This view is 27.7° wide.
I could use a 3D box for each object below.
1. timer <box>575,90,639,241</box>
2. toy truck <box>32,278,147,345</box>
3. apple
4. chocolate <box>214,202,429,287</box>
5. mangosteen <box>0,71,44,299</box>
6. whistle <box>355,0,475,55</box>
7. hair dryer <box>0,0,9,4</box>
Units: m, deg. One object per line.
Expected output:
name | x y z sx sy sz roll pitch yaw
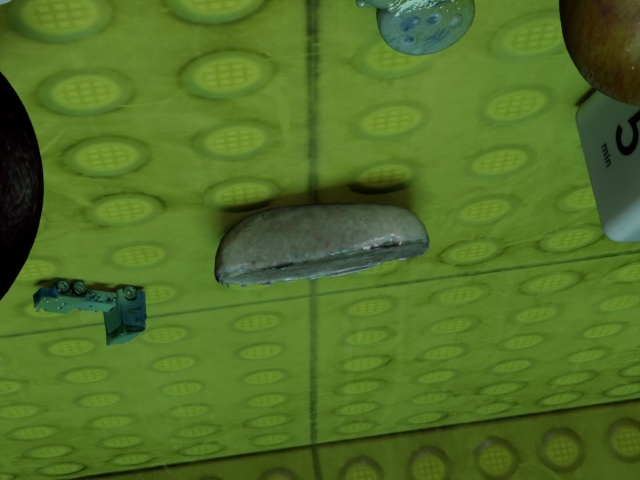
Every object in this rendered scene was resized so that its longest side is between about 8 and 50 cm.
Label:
timer | 0.452 -0.121 1.584 0.192 0.194 0.195 0 157 -21
toy truck | -0.349 0.110 1.976 0.175 0.081 0.067 9 149 -37
apple | 0.333 -0.233 1.257 0.211 0.211 0.188 -11 164 4
chocolate | 0.000 0.000 1.826 0.303 0.101 0.185 -8 168 3
mangosteen | -0.436 -0.093 1.163 0.382 0.382 0.435 2 125 -23
whistle | 0.076 -0.255 1.325 0.198 0.057 0.104 23 131 -40
hair dryer | -0.348 -0.275 1.046 0.236 0.131 0.073 10 157 -8
